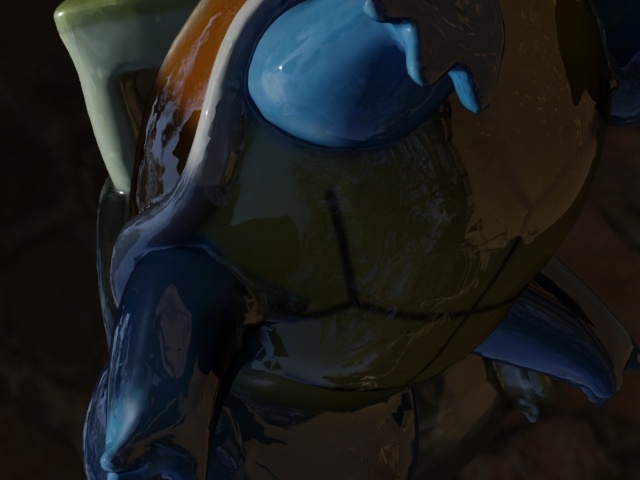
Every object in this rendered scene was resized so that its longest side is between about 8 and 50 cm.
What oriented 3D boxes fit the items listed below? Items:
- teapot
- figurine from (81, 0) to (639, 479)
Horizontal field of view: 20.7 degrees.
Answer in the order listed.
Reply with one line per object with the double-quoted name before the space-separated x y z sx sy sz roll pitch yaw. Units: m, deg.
"teapot" 0.005 0.005 0.982 0.239 0.239 0.322 9 -115 -81
"figurine" 0.015 -0.031 0.688 0.243 0.298 0.416 20 111 34
